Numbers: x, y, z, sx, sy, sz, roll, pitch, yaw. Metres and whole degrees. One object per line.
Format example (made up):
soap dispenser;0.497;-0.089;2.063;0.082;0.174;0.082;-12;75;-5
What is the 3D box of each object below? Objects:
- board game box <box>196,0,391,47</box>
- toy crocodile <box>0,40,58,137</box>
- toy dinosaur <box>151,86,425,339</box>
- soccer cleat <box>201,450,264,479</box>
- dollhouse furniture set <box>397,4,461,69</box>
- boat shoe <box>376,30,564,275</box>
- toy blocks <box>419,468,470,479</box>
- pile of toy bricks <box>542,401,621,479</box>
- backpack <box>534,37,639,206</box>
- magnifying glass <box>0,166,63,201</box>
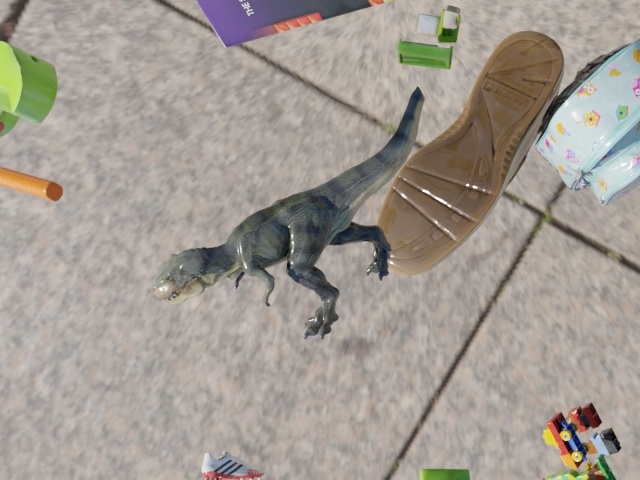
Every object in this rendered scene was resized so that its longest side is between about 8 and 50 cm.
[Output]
board game box;-0.030;-0.203;0.742;0.141;0.048;0.170;-13;131;25
toy crocodile;-0.404;-0.106;1.257;0.340;0.115;0.105;-21;65;15
toy dinosaur;0.000;0.000;1.037;0.268;0.064;0.118;-34;113;-7
soccer cleat;-0.101;0.263;1.503;0.083;0.029;0.036;8;72;-33
dollhouse furniture set;0.125;-0.263;1.400;0.058;0.076;0.152;10;81;7
boat shoe;0.195;-0.096;1.612;0.123;0.123;0.342;31;86;22
toy blocks;0.077;0.439;1.281;0.190;0.261;0.382;2;70;-14
pile of toy bricks;0.343;0.325;1.718;0.105;0.118;0.212;-26;93;39
backpack;0.338;-0.136;1.464;0.166;0.188;0.144;-38;72;-5
magnifying glass;-0.401;-0.083;1.563;0.231;0.092;0.026;18;80;33
